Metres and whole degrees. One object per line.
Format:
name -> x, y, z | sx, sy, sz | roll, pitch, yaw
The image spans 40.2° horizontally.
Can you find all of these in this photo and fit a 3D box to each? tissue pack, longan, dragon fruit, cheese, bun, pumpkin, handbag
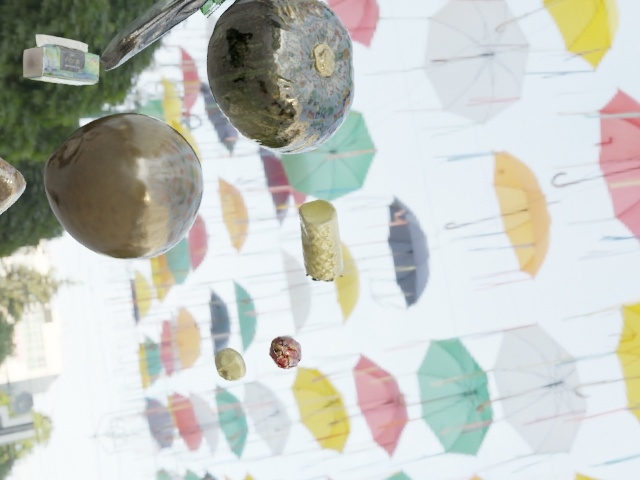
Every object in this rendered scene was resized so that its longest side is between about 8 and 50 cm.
tissue pack -> -0.470, -0.327, 1.585 | 0.085, 0.111, 0.079 | 7, -85, 46
longan -> -0.320, -0.090, 1.429 | 0.258, 0.258, 0.258 | 26, -60, 60
dragon fruit -> -0.100, 0.295, 2.382 | 0.190, 0.094, 0.094 | 69, 2, -67
cheese -> 0.000, 0.000, 2.040 | 0.123, 0.093, 0.167 | -98, 180, -57
bun -> -0.210, 0.287, 1.990 | 0.086, 0.055, 0.086 | 30, -44, 34
pumpkin -> -0.107, -0.452, 2.361 | 0.344, 0.454, 0.454 | -5, -88, 38
handbag -> -0.377, -0.520, 2.060 | 0.075, 0.332, 0.191 | 51, -26, -17

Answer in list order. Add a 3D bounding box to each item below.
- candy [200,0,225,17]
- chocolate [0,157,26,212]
candy -> -0.375, -0.814, 2.753 | 0.203, 0.141, 0.078 | 45, -1, 4
chocolate -> -0.911, -0.118, 2.347 | 0.254, 0.157, 0.080 | -35, -151, 33
